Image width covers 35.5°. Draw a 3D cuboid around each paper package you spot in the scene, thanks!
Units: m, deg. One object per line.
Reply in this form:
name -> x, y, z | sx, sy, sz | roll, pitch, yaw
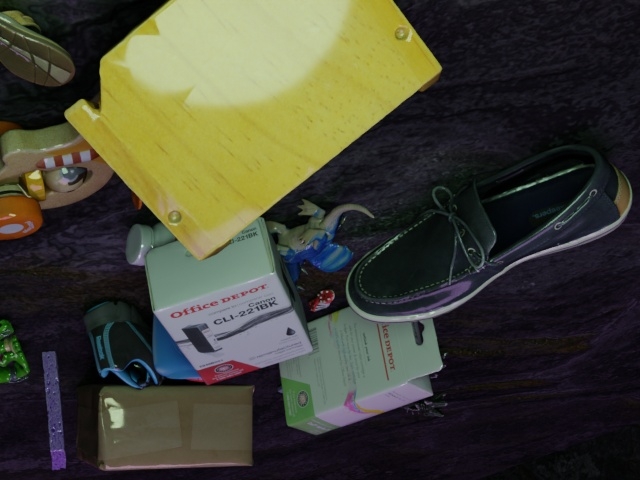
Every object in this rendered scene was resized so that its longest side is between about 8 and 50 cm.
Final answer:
paper package -> -0.332, 0.383, 2.094 | 0.325, 0.168, 0.309 | 3, 172, -23

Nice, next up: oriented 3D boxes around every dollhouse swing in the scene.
dollhouse swing -> -0.074, -0.190, 1.213 | 0.347, 0.305, 0.315 | -38, 111, 6

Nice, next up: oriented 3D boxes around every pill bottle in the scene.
pill bottle -> -0.230, 0.016, 1.623 | 0.160, 0.087, 0.087 | 9, 146, -33

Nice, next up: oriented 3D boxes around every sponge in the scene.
sponge -> -0.530, 0.339, 1.991 | 0.031, 0.210, 0.117 | -4, 152, -15

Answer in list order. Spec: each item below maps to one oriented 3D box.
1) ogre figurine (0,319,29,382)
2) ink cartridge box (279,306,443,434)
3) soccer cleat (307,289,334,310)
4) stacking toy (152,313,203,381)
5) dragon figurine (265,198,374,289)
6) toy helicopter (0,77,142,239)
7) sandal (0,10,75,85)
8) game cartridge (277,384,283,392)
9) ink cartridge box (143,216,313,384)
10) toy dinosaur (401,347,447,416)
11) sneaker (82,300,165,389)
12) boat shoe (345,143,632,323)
ogre figurine -> -0.620, 0.224, 1.882 | 0.118, 0.097, 0.197 | -22, 171, -16
ink cartridge box -> 0.095, 0.239, 2.014 | 0.353, 0.207, 0.119 | -23, 148, 24
soccer cleat -> 0.008, 0.117, 1.953 | 0.035, 0.029, 0.083 | 0, 155, -36
stacking toy -> -0.206, 0.199, 1.938 | 0.175, 0.165, 0.302 | -3, 167, 6
dragon figurine -> 0.000, 0.000, 1.670 | 0.289, 0.085, 0.144 | -28, 147, 32
toy helicopter -> -0.290, -0.125, 1.287 | 0.235, 0.140, 0.355 | 1, 155, -42
sandal -> -0.361, -0.241, 1.153 | 0.180, 0.049, 0.072 | 28, 141, -29
game cartridge -> -0.058, 0.350, 2.374 | 0.083, 0.017, 0.056 | 14, 140, -37
ink cartridge box -> -0.142, 0.102, 1.601 | 0.197, 0.114, 0.273 | -18, 145, 2
toy dinosaur -> 0.169, 0.304, 2.276 | 0.218, 0.164, 0.322 | 13, 165, -12
sneaker -> -0.334, 0.233, 1.935 | 0.125, 0.139, 0.341 | -26, 150, 21
boat shoe -> 0.257, -0.017, 1.635 | 0.500, 0.187, 0.156 | -24, 144, 14
